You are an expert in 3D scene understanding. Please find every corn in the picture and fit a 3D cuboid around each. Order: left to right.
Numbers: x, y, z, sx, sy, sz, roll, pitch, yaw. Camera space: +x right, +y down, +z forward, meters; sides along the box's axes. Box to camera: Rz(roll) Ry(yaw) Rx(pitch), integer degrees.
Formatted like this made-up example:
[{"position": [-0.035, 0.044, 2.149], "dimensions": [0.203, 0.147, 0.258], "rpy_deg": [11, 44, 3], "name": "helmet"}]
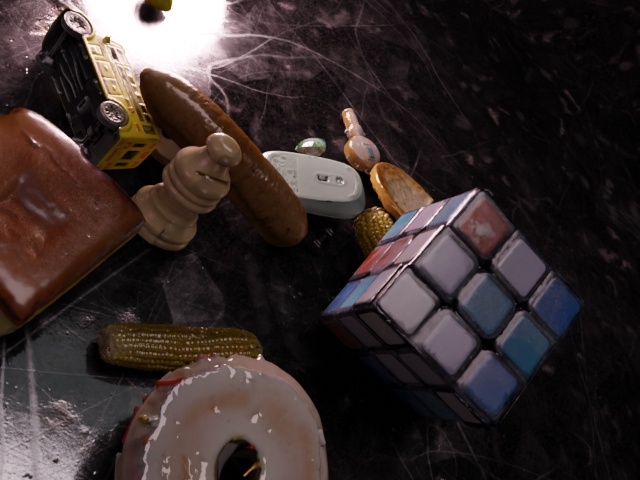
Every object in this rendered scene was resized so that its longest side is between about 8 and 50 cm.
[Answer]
[{"position": [-0.249, 0.202, 1.306], "dimensions": [0.319, 0.097, 0.097], "rpy_deg": [11, 54, -32], "name": "corn"}, {"position": [0.172, 0.060, 1.733], "dimensions": [0.106, 0.106, 0.305], "rpy_deg": [-4, 63, -40], "name": "corn"}]

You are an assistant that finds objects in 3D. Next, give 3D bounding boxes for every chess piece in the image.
[{"position": [-0.254, -0.109, 1.363], "dimensions": [0.124, 0.307, 0.139], "rpy_deg": [-2, 62, -40], "name": "chess piece"}]

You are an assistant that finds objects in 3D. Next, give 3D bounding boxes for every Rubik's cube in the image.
[{"position": [0.268, 0.147, 1.493], "dimensions": [0.362, 0.363, 0.359], "rpy_deg": [42, 73, -6], "name": "Rubik's cube"}]

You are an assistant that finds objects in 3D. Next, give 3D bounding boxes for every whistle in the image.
[{"position": [0.107, -0.276, 1.960], "dimensions": [0.107, 0.057, 0.220], "rpy_deg": [6, 55, -35], "name": "whistle"}]

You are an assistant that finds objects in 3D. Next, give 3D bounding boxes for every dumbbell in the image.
[{"position": [0.000, 0.000, 1.688], "dimensions": [0.083, 0.040, 0.036], "rpy_deg": [-43, 121, -47], "name": "dumbbell"}]

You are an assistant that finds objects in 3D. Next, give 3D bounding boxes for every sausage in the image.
[{"position": [-0.195, -0.173, 1.505], "dimensions": [0.123, 0.136, 0.501], "rpy_deg": [-49, 115, -15], "name": "sausage"}]

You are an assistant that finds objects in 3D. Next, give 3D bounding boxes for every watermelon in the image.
[{"position": [-0.018, -0.239, 1.848], "dimensions": [0.085, 0.085, 0.061], "rpy_deg": [-19, 114, -45], "name": "watermelon"}]

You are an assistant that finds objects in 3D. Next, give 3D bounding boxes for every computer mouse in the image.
[{"position": [-0.027, -0.127, 1.716], "dimensions": [0.288, 0.097, 0.160], "rpy_deg": [6, 54, -15], "name": "computer mouse"}]

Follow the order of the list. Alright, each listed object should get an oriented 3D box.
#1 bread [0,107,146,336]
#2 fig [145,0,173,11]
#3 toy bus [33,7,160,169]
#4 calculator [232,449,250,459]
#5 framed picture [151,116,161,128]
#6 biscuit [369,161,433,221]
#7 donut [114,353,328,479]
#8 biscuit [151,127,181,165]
[{"position": [-0.528, -0.043, 1.219], "dimensions": [0.323, 0.143, 0.333], "rpy_deg": [45, 42, -5], "name": "bread"}, {"position": [-0.409, -0.621, 1.787], "dimensions": [0.088, 0.074, 0.074], "rpy_deg": [54, 38, -26], "name": "fig"}, {"position": [-0.463, -0.315, 1.467], "dimensions": [0.152, 0.144, 0.330], "rpy_deg": [-7, 67, -51], "name": "toy bus"}, {"position": [-0.167, 0.324, 1.292], "dimensions": [0.246, 0.045, 0.141], "rpy_deg": [19, 68, -29], "name": "calculator"}, {"position": [-0.315, -0.286, 1.581], "dimensions": [0.168, 0.023, 0.128], "rpy_deg": [23, 46, -21], "name": "framed picture"}, {"position": [0.212, -0.124, 1.894], "dimensions": [0.204, 0.040, 0.309], "rpy_deg": [47, 24, -2], "name": "biscuit"}, {"position": [-0.162, 0.378, 1.162], "dimensions": [0.382, 0.142, 0.383], "rpy_deg": [11, 69, -31], "name": "donut"}, {"position": [-0.331, -0.254, 1.599], "dimensions": [0.181, 0.049, 0.208], "rpy_deg": [-16, 69, -43], "name": "biscuit"}]
